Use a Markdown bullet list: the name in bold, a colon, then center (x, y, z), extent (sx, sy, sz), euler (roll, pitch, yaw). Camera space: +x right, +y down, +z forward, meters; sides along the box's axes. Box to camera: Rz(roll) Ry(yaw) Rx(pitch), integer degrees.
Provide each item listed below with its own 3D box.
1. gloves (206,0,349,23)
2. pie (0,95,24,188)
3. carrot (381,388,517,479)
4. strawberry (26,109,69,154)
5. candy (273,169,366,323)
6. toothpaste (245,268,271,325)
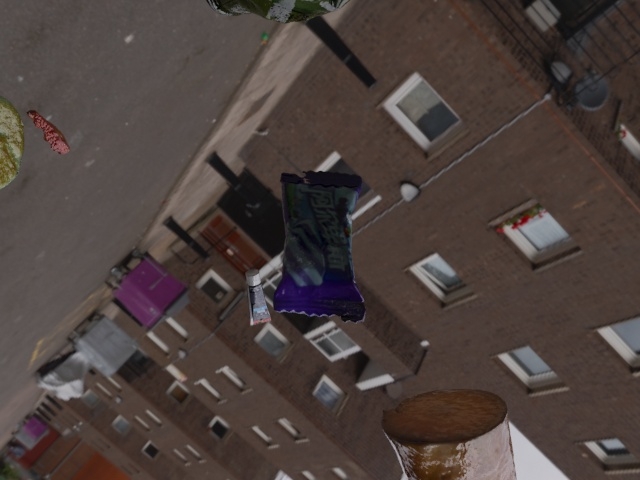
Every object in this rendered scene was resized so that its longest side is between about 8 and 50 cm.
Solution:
- **gloves**: center (-0.035, -0.305, 0.596), extent (0.135, 0.107, 0.268), euler (-31, -156, -35)
- **pie**: center (-0.955, -0.272, 1.466), extent (0.323, 0.070, 0.323), euler (13, 90, -82)
- **carrot**: center (0.216, 0.379, 0.812), extent (0.195, 0.255, 0.196), euler (-15, -174, 2)
- **strawberry**: center (-0.750, -0.301, 1.451), extent (0.048, 0.104, 0.152), euler (-33, 143, -16)
- **candy**: center (0.000, 0.000, 0.853), extent (0.070, 0.145, 0.275), euler (103, -11, -64)
- **toothpaste**: center (-0.207, 0.187, 1.675), extent (0.071, 0.194, 0.045), euler (-13, -153, -12)
